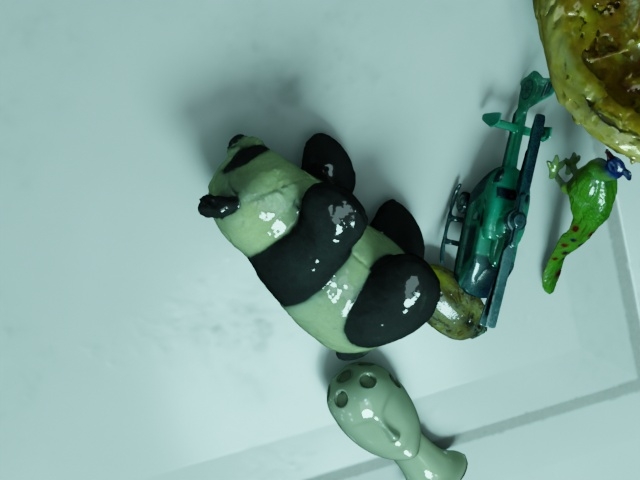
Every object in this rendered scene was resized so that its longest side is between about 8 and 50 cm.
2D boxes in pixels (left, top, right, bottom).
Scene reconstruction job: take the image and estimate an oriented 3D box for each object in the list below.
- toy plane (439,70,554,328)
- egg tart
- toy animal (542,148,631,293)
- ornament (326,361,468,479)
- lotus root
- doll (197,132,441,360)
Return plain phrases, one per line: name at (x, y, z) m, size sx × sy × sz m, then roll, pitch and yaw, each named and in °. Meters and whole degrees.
toy plane at (0.163, -0.039, 1.311) m, size 0.060 × 0.096 × 0.235 m, roll 13°, pitch 89°, yaw -16°
egg tart at (0.325, -0.193, 1.242) m, size 0.290 × 0.115 × 0.290 m, roll 0°, pitch 89°, yaw 16°
toy animal at (0.227, -0.032, 1.317) m, size 0.041 × 0.075 × 0.217 m, roll -15°, pitch 154°, yaw -20°
ornament at (0.069, 0.180, 1.379) m, size 0.075 × 0.081 × 0.156 m, roll -38°, pitch 114°, yaw 2°
lotus root at (0.123, 0.062, 1.361) m, size 0.054 × 0.049 × 0.099 m, roll -46°, pitch 115°, yaw 6°
doll at (0.001, 0.002, 1.275) m, size 0.135 × 0.143 × 0.234 m, roll -39°, pitch 110°, yaw 12°
